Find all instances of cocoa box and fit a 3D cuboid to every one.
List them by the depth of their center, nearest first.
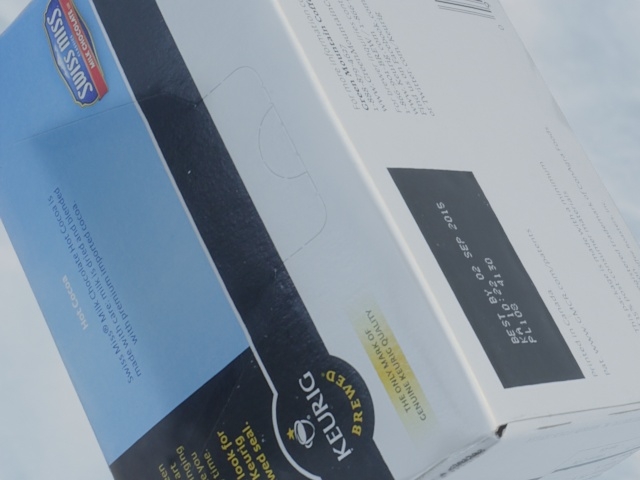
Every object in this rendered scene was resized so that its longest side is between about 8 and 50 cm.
[{"bbox_3d":[0.000,0.000,0.933,0.228,0.231,0.347,-40,66,32],"label":"cocoa box"}]
